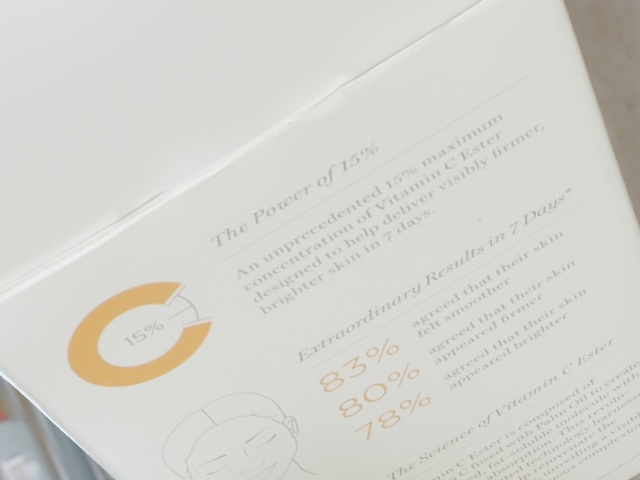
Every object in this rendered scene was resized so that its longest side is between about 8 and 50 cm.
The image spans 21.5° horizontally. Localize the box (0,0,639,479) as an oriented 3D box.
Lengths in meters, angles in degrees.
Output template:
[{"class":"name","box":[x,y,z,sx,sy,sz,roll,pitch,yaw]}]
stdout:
[{"class":"box","box":[0.000,0.000,0.681,0.168,0.215,0.345,60,-179,36]}]
